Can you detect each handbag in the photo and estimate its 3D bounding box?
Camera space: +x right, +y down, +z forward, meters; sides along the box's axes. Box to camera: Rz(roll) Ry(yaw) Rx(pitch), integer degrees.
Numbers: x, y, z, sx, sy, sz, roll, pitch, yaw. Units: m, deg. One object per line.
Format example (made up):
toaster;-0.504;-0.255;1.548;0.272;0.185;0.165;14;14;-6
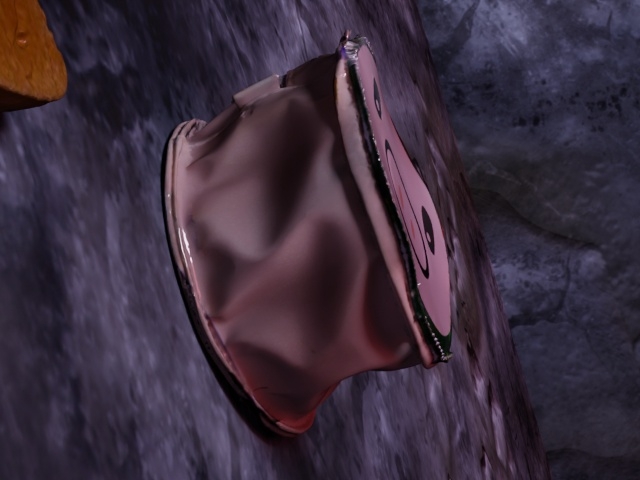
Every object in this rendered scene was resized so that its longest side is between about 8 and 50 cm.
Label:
handbag;0.001;0.000;0.749;0.179;0.116;0.205;-92;161;-50

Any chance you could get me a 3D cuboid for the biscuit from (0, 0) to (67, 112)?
biscuit;-0.151;-0.124;0.408;0.280;0.043;0.183;62;20;-60
